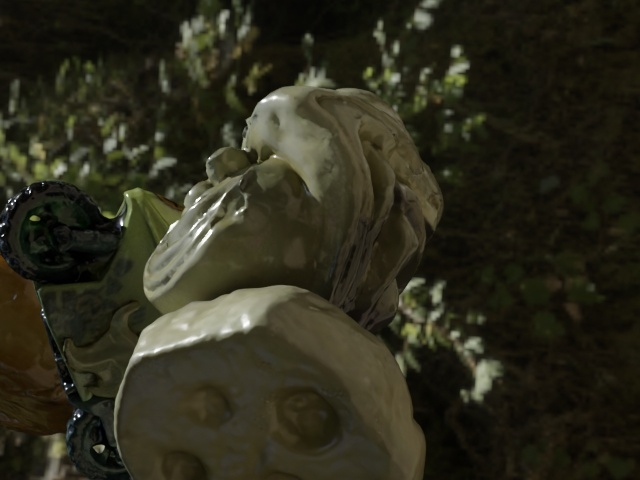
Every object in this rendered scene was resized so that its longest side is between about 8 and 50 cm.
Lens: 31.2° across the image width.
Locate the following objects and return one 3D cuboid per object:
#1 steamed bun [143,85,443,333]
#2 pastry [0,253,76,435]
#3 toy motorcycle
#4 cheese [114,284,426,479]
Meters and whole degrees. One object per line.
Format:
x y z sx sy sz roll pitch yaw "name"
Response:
0.000 0.000 1.313 0.339 0.247 0.352 -55 -28 10 "steamed bun"
-0.495 0.152 1.862 0.410 0.409 0.245 88 -158 -57 "pastry"
-0.248 0.106 1.448 0.169 0.236 0.410 -139 35 -66 "toy motorcycle"
-0.050 0.196 1.181 0.115 0.326 0.318 -61 -4 -57 "cheese"
